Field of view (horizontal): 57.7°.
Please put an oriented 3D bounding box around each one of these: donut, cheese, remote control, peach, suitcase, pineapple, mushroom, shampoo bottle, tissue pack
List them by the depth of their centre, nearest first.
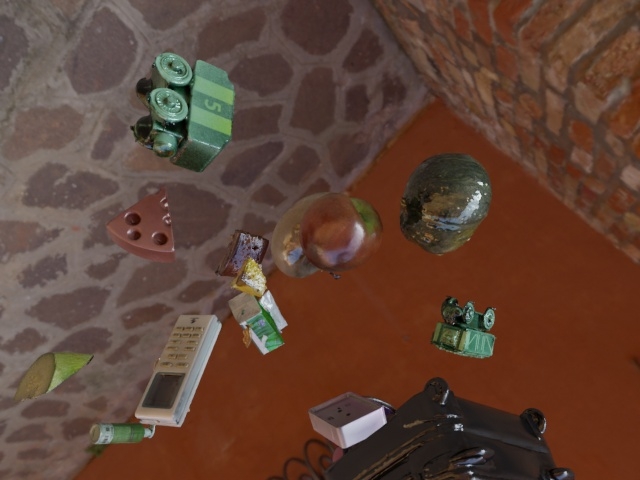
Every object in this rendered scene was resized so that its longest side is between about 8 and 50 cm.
[{"bbox_3d":[0.211,0.416,1.000,0.345,0.188,0.339,23,124,-36],"label":"suitcase"},{"bbox_3d":[-0.329,0.295,1.360,0.103,0.277,0.055,-2,135,20],"label":"remote control"},{"bbox_3d":[-0.210,0.113,1.582,0.114,0.114,0.077,-24,-176,33],"label":"pineapple"},{"bbox_3d":[-0.473,-0.018,1.666,0.203,0.177,0.128,-39,174,-24],"label":"cheese"},{"bbox_3d":[0.057,-0.019,1.735,0.252,0.252,0.252,-30,150,-19],"label":"peach"},{"bbox_3d":[-0.598,0.586,1.776,0.065,0.065,0.204,-49,142,16],"label":"shampoo bottle"},{"bbox_3d":[-0.243,0.055,1.809,0.126,0.144,0.186,15,102,-16],"label":"donut"},{"bbox_3d":[0.000,0.000,2.129,0.362,0.294,0.362,-36,157,-18],"label":"mushroom"},{"bbox_3d":[-0.221,0.296,2.191,0.156,0.148,0.209,-30,130,-5],"label":"tissue pack"}]

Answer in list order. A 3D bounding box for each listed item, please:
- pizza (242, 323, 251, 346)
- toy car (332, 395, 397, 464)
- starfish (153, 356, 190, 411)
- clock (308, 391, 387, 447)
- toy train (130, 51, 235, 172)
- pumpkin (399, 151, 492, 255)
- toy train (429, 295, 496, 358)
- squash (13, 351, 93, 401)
[{"bbox_3d":[-0.251,0.328,1.998,0.016,0.037,0.083,-13,106,-57],"label":"pizza"},{"bbox_3d":[0.192,0.608,1.790,0.271,0.340,0.240,26,112,-24],"label":"toy car"},{"bbox_3d":[-0.481,0.470,1.878,0.053,0.209,0.150,-53,156,20],"label":"starfish"},{"bbox_3d":[0.071,0.489,1.595,0.150,0.063,0.197,-17,-174,-25],"label":"clock"},{"bbox_3d":[-0.335,-0.326,1.449,0.238,0.299,0.167,16,149,-31],"label":"toy train"},{"bbox_3d":[0.373,-0.104,1.784,0.258,0.291,0.327,8,138,1],"label":"pumpkin"},{"bbox_3d":[0.417,0.251,1.674,0.269,0.115,0.154,20,85,-52],"label":"toy train"},{"bbox_3d":[-0.803,0.419,1.802,0.237,0.204,0.155,-18,139,36],"label":"squash"}]
